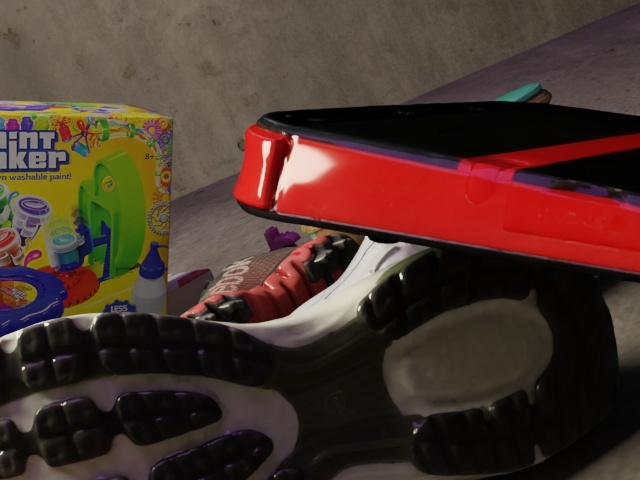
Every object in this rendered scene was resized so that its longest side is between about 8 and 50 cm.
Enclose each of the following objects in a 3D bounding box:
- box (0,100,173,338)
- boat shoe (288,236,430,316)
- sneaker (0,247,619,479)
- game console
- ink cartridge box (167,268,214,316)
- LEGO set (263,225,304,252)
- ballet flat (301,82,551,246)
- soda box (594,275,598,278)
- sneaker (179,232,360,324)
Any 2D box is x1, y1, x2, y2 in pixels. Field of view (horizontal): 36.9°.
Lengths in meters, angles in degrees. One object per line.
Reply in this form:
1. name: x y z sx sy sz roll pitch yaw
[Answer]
1. box: -0.327 -0.006 1.025 0.290 0.279 0.177 -4 13 -29
2. boat shoe: 0.061 0.048 0.849 0.076 0.083 0.226 5 40 44
3. sneaker: -0.038 0.112 0.570 0.410 0.158 0.182 -10 -11 -12
4. game console: 0.178 -0.035 0.584 0.342 0.060 0.386 16 18 36
5. ink cartridge box: -0.203 0.084 1.219 0.099 0.056 0.135 -31 14 -38
6. LEGO set: 0.000 0.000 1.112 0.227 0.093 0.087 -15 14 36
7. ballet flat: 0.132 -0.059 1.041 0.342 0.124 0.116 -27 6 -28
8. soda box: 0.145 0.025 0.755 0.216 0.074 0.069 -29 13 -29
9. sneaker: -0.072 0.079 0.882 0.135 0.098 0.276 -13 13 42
